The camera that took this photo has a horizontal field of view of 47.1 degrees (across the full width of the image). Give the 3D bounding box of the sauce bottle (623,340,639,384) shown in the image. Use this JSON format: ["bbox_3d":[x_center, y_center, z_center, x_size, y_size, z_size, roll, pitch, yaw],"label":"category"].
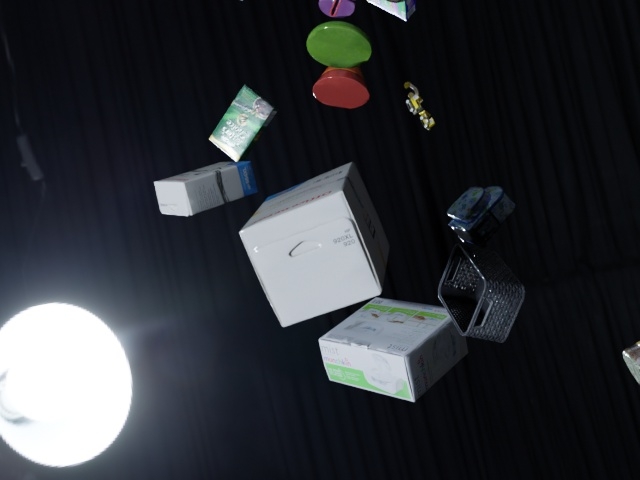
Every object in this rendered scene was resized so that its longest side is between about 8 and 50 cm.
[{"bbox_3d":[0.830,0.205,1.566,0.344,0.111,0.111,-29,172,8],"label":"sauce bottle"}]

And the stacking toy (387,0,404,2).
[{"bbox_3d":[0.228,-0.458,1.131,0.141,0.141,0.330,-7,-169,-45],"label":"stacking toy"}]

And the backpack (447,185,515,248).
[{"bbox_3d":[0.310,-0.056,1.416,0.114,0.084,0.105,-44,-163,-4],"label":"backpack"}]

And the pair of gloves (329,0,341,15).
[{"bbox_3d":[0.052,-0.455,1.175,0.023,0.159,0.198,16,143,-12],"label":"pair of gloves"}]

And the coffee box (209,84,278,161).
[{"bbox_3d":[-0.210,-0.316,1.999,0.184,0.113,0.040,-52,169,16],"label":"coffee box"}]

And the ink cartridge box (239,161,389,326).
[{"bbox_3d":[0.000,0.000,1.171,0.171,0.168,0.233,-21,-167,14],"label":"ink cartridge box"}]

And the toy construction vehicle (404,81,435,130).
[{"bbox_3d":[0.229,-0.312,1.690,0.035,0.098,0.086,-31,154,22],"label":"toy construction vehicle"}]

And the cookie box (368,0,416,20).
[{"bbox_3d":[0.147,-0.527,1.552,0.040,0.107,0.092,-51,160,-10],"label":"cookie box"}]

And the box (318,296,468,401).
[{"bbox_3d":[0.172,0.247,1.736,0.262,0.127,0.231,4,-153,43],"label":"box"}]

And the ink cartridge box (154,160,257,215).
[{"bbox_3d":[-0.283,-0.131,1.811,0.203,0.086,0.148,-23,-162,-38],"label":"ink cartridge box"}]

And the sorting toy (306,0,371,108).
[{"bbox_3d":[0.045,-0.413,1.462,0.127,0.126,0.365,6,157,6],"label":"sorting toy"}]

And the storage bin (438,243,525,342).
[{"bbox_3d":[0.303,0.098,1.399,0.084,0.122,0.180,11,-157,-15],"label":"storage bin"}]
